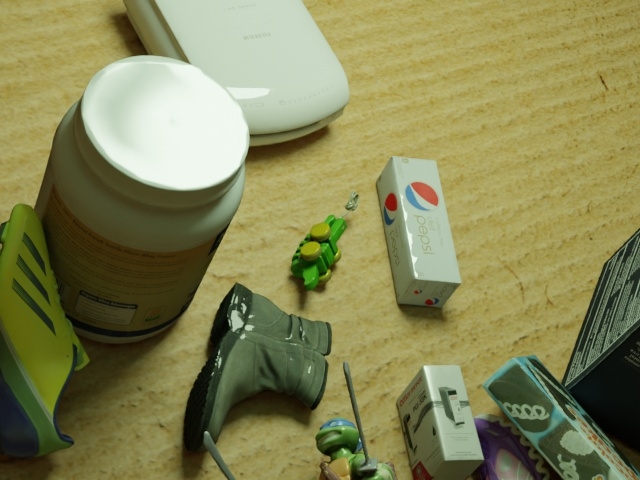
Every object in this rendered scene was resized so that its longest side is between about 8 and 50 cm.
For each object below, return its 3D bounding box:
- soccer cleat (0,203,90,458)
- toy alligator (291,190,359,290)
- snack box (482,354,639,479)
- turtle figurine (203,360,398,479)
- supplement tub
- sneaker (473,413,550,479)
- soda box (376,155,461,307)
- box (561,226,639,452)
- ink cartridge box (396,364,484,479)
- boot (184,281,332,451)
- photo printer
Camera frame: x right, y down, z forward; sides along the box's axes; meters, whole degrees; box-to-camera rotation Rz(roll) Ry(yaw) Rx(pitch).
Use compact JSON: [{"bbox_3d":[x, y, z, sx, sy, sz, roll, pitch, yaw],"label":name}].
[{"bbox_3d":[-0.325,0.103,1.491,0.121,0.093,0.289,2,84,-11],"label":"soccer cleat"},{"bbox_3d":[0.000,0.000,1.795,0.051,0.056,0.190,0,43,28],"label":"toy alligator"},{"bbox_3d":[0.348,0.285,1.664,0.322,0.060,0.187,49,11,14],"label":"snack box"},{"bbox_3d":[-0.002,0.318,1.470,0.197,0.275,0.266,-18,64,6],"label":"turtle figurine"},{"bbox_3d":[-0.221,-0.045,1.552,0.228,0.316,0.228,12,53,-16],"label":"supplement tub"},{"bbox_3d":[0.241,0.330,1.636,0.104,0.095,0.236,-24,69,-26],"label":"sneaker"},{"bbox_3d":[0.137,-0.015,1.851,0.073,0.069,0.216,6,54,-20],"label":"soda box"},{"bbox_3d":[0.502,0.093,1.785,0.182,0.294,0.296,32,50,-2],"label":"box"},{"bbox_3d":[0.149,0.239,1.651,0.056,0.099,0.135,2,54,-21],"label":"ink cartridge box"},{"bbox_3d":[-0.067,0.174,1.621,0.161,0.083,0.247,26,51,-12],"label":"boot"},{"bbox_3d":[-0.116,-0.273,1.902,0.256,0.107,0.308,-14,63,-31],"label":"photo printer"}]
